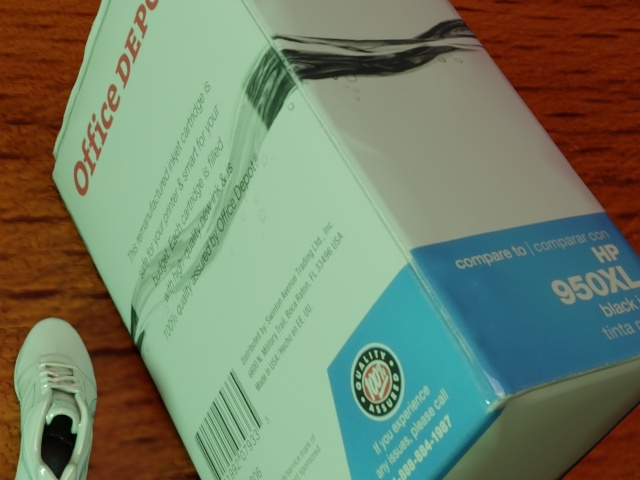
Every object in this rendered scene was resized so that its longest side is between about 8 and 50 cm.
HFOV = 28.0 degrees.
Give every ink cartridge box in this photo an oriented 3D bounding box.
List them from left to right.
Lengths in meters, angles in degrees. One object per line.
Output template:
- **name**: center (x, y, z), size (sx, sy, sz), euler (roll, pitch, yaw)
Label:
- **ink cartridge box**: center (0.000, 0.000, 0.815), size (0.166, 0.285, 0.395), euler (-11, 58, -35)

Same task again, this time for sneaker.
- **sneaker**: center (-0.162, 0.105, 0.802), size (0.054, 0.061, 0.152), euler (7, 48, -19)
